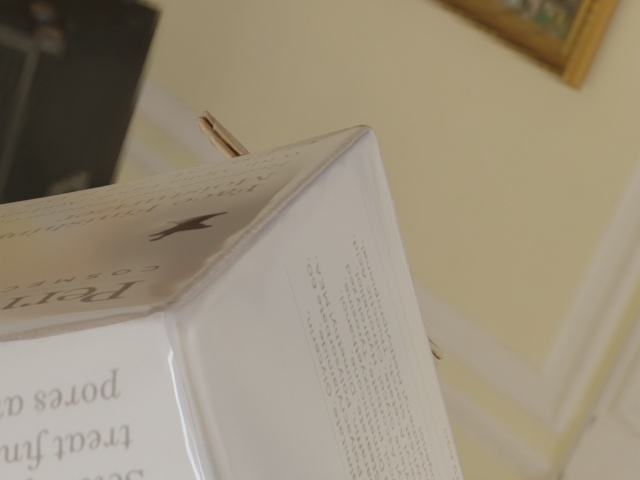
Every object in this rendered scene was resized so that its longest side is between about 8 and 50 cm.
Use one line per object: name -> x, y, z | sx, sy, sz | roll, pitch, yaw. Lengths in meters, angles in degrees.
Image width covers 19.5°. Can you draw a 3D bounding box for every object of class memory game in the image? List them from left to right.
memory game -> 0.000, 0.000, 0.993 | 0.186, 0.012, 0.186 | 46, -179, -1

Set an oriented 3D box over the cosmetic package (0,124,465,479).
cosmetic package -> -0.057, 0.073, 0.446 | 0.151, 0.151, 0.183 | -12, -169, 16
